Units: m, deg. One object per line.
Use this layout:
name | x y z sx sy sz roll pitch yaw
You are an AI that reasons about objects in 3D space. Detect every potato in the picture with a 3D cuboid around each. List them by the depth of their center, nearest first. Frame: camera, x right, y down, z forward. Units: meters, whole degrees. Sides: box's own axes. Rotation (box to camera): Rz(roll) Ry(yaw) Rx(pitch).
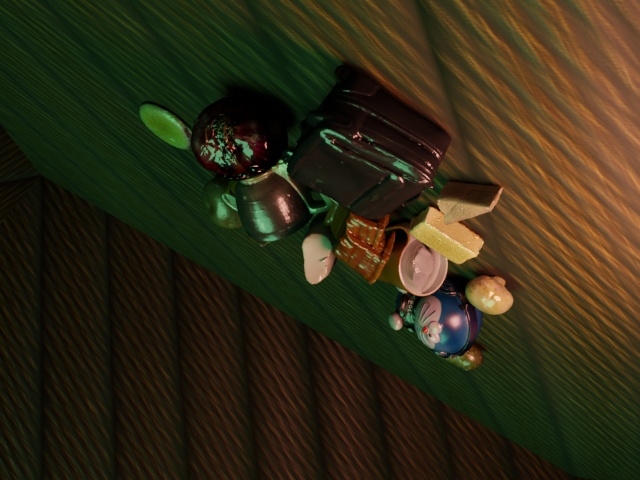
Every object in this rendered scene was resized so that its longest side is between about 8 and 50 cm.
potato | -0.362 -0.143 2.114 0.178 0.160 0.235 3 141 4
potato | 0.570 0.465 2.348 0.251 0.113 0.149 22 168 44

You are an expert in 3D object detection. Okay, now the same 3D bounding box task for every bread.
bread | 0.369 -0.083 1.347 0.152 0.077 0.105 16 152 41
bread | 0.349 -0.015 1.555 0.188 0.068 0.125 32 160 -4
bread | -0.532 -0.390 1.923 0.229 0.033 0.228 25 160 10

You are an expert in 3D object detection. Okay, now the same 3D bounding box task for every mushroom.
mushroom | 0.514 0.163 1.691 0.148 0.112 0.148 29 162 10
mushroom | 0.000 0.000 1.752 0.122 0.159 0.328 28 -160 -6

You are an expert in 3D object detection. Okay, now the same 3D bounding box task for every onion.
onion | -0.208 -0.277 1.498 0.281 0.221 0.281 5 175 0

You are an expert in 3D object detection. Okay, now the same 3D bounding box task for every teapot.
teapot | -0.132 -0.140 1.692 0.322 0.239 0.239 19 144 42

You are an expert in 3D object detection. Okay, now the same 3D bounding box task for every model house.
model house | 0.134 -0.019 1.573 0.199 0.220 0.229 -55 52 42

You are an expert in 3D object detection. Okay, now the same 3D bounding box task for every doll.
doll | 0.406 0.255 1.900 0.240 0.284 0.310 -9 -162 -29

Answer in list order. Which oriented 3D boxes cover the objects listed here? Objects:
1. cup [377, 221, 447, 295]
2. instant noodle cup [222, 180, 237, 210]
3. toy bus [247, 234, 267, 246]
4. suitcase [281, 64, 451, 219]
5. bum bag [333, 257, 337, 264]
cup | 0.255 0.052 1.746 0.264 0.182 0.226 4 115 62
instant noodle cup | -0.265 -0.172 1.946 0.152 0.122 0.151 26 157 12
toy bus | -0.224 -0.043 2.249 0.103 0.091 0.182 34 158 -11
suitcase | 0.104 -0.202 1.315 0.339 0.188 0.345 28 159 -10
bum bag | 0.027 0.003 2.030 0.137 0.074 0.310 40 155 7
